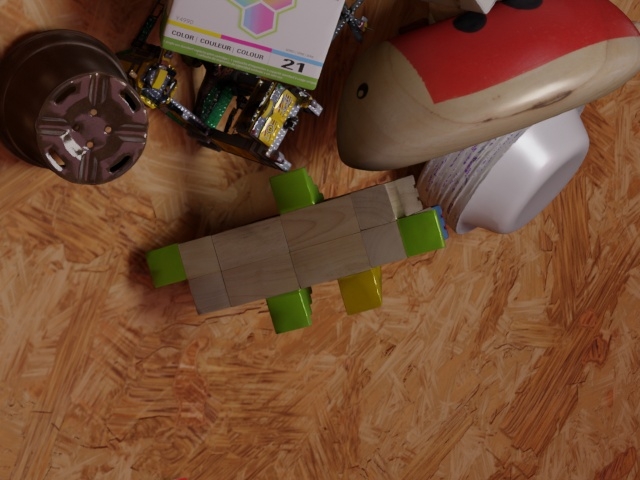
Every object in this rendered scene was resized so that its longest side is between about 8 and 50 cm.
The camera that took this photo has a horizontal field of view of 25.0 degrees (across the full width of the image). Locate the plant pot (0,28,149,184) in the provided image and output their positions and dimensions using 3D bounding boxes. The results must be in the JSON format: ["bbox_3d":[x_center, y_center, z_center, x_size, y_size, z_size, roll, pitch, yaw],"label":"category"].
[{"bbox_3d":[-0.272,-0.141,1.616,0.167,0.165,0.167,-7,109,-22],"label":"plant pot"}]

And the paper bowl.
[{"bbox_3d":[0.290,-0.123,2.171,0.284,0.148,0.284,-41,163,-15],"label":"paper bowl"}]

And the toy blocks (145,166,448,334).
[{"bbox_3d":[0.000,0.000,1.909,0.261,0.381,0.191,-21,94,-72],"label":"toy blocks"}]

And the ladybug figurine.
[{"bbox_3d":[0.219,-0.224,1.890,0.449,0.305,0.162,-21,97,-16],"label":"ladybug figurine"}]

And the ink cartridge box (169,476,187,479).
[{"bbox_3d":[-0.294,0.537,1.957,0.308,0.091,0.385,-6,111,-45],"label":"ink cartridge box"}]

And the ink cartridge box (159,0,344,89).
[{"bbox_3d":[-0.058,-0.322,1.617,0.188,0.097,0.255,14,118,-11],"label":"ink cartridge box"}]

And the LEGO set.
[{"bbox_3d":[-0.083,-0.244,1.790,0.331,0.192,0.255,-56,136,-15],"label":"LEGO set"}]

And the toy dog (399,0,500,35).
[{"bbox_3d":[0.227,-0.377,2.128,0.334,0.161,0.220,-45,132,-45],"label":"toy dog"}]

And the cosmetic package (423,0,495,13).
[{"bbox_3d":[0.088,-0.397,1.820,0.113,0.309,0.160,-56,136,-13],"label":"cosmetic package"}]
